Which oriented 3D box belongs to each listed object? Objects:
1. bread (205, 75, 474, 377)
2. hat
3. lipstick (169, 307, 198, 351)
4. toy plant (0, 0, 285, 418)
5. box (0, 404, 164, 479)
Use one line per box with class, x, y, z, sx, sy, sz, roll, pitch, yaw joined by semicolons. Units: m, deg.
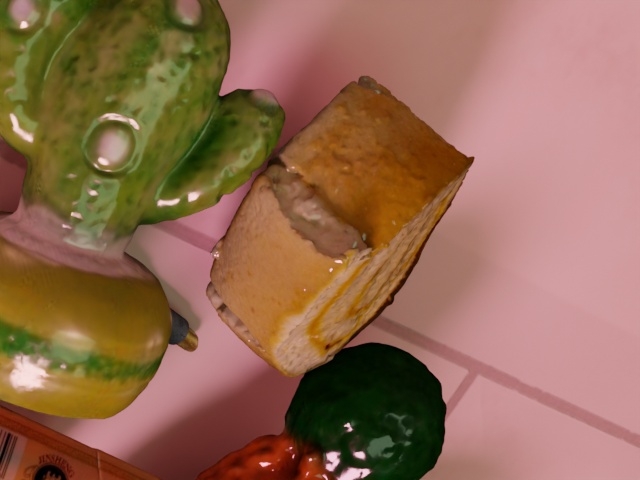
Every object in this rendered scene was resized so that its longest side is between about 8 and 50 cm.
bread;0.000;0.000;1.552;0.186;0.124;0.257;-31;160;-47
hat;-0.059;0.259;1.676;0.400;0.285;0.285;-55;134;-13
lipstick;-0.134;0.059;1.605;0.037;0.037;0.116;-48;138;3
toy plant;-0.157;-0.043;1.431;0.224;0.184;0.316;19;101;-12
box;-0.270;0.162;1.479;0.274;0.174;0.076;32;70;-42
